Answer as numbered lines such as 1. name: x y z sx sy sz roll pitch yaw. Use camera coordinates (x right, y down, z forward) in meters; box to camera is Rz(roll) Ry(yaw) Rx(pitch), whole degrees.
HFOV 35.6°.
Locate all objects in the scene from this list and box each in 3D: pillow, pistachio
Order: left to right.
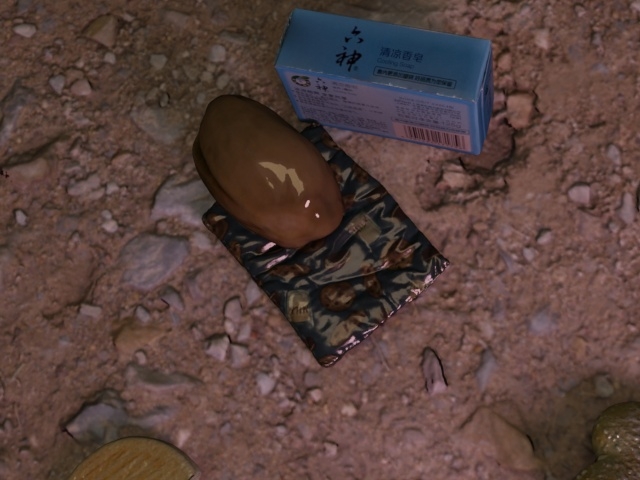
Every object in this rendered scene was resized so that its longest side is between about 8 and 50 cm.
1. pistachio: -0.063 -0.081 1.117 0.136 0.136 0.226 -41 59 -4
2. pillow: 0.000 -0.002 1.153 0.189 0.034 0.255 -41 68 -1

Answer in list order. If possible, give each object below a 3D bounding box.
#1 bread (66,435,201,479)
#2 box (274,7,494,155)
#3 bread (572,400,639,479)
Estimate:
1. bread: -0.230 0.286 1.106 0.193 0.036 0.112 -45 65 -2
2. box: 0.077 -0.179 1.137 0.232 0.142 0.083 14 75 15
3. bread: 0.355 0.292 0.949 0.286 0.056 0.207 41 60 18
